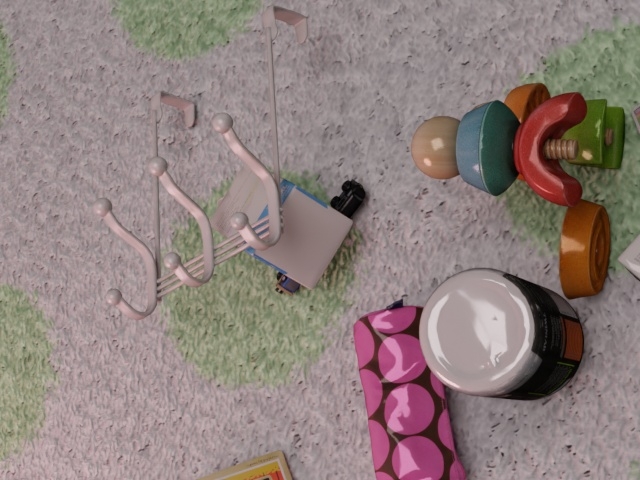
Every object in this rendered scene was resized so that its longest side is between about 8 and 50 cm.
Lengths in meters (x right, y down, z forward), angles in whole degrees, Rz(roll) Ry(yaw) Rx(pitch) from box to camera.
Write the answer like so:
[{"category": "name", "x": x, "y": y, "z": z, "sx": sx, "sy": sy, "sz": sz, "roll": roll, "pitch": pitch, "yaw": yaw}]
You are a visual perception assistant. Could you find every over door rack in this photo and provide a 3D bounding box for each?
[{"category": "over door rack", "x": -0.140, "y": -0.098, "z": 1.202, "sx": 0.239, "sy": 0.108, "sz": 0.324, "roll": -28, "pitch": 45, "yaw": 39}]

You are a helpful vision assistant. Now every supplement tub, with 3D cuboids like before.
[{"category": "supplement tub", "x": 0.181, "y": 0.094, "z": 1.029, "sx": 0.117, "sy": 0.190, "sz": 0.117, "roll": -6, "pitch": 78, "yaw": 28}]

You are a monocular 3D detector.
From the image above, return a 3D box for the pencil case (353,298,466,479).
[{"category": "pencil case", "x": 0.094, "y": 0.170, "z": 1.120, "sx": 0.098, "sy": 0.095, "sz": 0.209, "roll": -11, "pitch": 75, "yaw": 9}]

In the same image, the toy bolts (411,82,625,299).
[{"category": "toy bolts", "x": 0.187, "y": -0.057, "z": 1.051, "sx": 0.158, "sy": 0.228, "sz": 0.218, "roll": 4, "pitch": 88, "yaw": 28}]

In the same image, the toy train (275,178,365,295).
[{"category": "toy train", "x": 0.000, "y": 0.000, "z": 1.235, "sx": 0.158, "sy": 0.027, "sz": 0.036, "roll": -54, "pitch": 32, "yaw": 7}]

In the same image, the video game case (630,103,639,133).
[{"category": "video game case", "x": 0.351, "y": -0.119, "z": 1.049, "sx": 0.087, "sy": 0.011, "sz": 0.122, "roll": -40, "pitch": 27, "yaw": 27}]

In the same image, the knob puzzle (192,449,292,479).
[{"category": "knob puzzle", "x": -0.093, "y": 0.341, "z": 1.159, "sx": 0.213, "sy": 0.030, "sz": 0.213, "roll": -1, "pitch": 64, "yaw": 1}]

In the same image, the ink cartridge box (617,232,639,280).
[{"category": "ink cartridge box", "x": 0.404, "y": -0.005, "z": 0.999, "sx": 0.203, "sy": 0.086, "sz": 0.148, "roll": -49, "pitch": 61, "yaw": 8}]

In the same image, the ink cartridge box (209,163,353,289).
[{"category": "ink cartridge box", "x": -0.051, "y": -0.022, "z": 1.208, "sx": 0.090, "sy": 0.092, "sz": 0.143, "roll": -59, "pitch": 34, "yaw": 0}]
